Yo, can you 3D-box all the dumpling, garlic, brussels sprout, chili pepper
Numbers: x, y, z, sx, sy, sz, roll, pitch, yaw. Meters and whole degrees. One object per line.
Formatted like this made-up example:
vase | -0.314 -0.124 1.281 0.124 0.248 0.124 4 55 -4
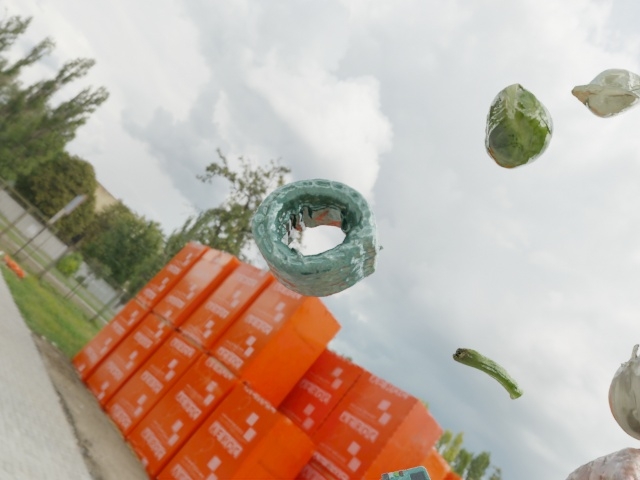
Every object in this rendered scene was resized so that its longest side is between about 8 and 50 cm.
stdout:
dumpling | 0.816 -0.393 1.478 0.252 0.131 0.179 3 6 -19
garlic | 0.613 0.264 0.931 0.178 0.229 0.143 62 16 -2
brussels sprout | 0.646 -0.377 1.822 0.219 0.210 0.271 65 13 -84
chili pepper | 0.427 0.327 1.386 0.202 0.052 0.050 36 -33 -5

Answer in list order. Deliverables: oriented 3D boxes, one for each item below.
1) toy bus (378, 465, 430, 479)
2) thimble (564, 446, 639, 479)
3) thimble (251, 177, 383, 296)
toy bus | 0.149 0.449 0.922 0.079 0.092 0.160 -106 -174 -45
thimble | 0.491 0.436 0.824 0.239 0.239 0.162 39 -45 9
thimble | 0.000 0.000 1.009 0.235 0.198 0.143 10 -26 15
